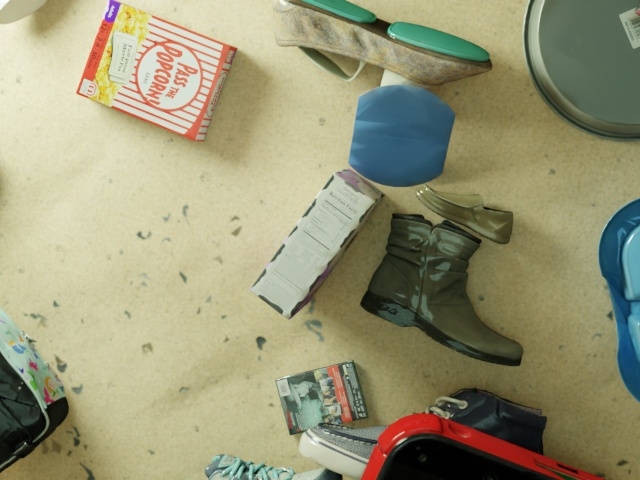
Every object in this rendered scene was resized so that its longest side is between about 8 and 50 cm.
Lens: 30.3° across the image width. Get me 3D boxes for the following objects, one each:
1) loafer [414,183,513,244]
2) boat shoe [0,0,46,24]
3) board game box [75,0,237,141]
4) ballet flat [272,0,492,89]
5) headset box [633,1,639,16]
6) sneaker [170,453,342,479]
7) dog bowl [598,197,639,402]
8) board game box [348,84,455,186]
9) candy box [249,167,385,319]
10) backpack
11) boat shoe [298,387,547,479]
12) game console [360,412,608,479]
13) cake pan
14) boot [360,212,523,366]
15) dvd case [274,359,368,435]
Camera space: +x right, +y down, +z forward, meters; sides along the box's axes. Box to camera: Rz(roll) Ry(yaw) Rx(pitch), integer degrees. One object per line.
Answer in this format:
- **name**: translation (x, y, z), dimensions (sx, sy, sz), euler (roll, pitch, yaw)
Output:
- **loafer**: translation (0.201, -0.045, 1.635), dimensions (0.148, 0.056, 0.050), euler (26, 98, -3)
- **boat shoe**: translation (-0.414, -0.393, 1.709), dimensions (0.184, 0.066, 0.063), euler (-45, 72, 12)
- **board game box**: translation (-0.235, -0.244, 1.696), dimensions (0.193, 0.045, 0.146), euler (21, 98, 7)
- **ballet flat**: translation (0.078, -0.259, 1.626), dimensions (0.316, 0.107, 0.106), euler (23, 118, 13)
- **headset box**: translation (0.555, -0.325, 1.476), dimensions (0.293, 0.110, 0.218), euler (30, 85, -5)
- **sneaker**: translation (-0.109, 0.361, 1.692), dimensions (0.283, 0.110, 0.122), euler (-21, 87, 11)
- **dog bowl**: translation (0.468, 0.083, 1.587), dimensions (0.166, 0.074, 0.297), euler (-11, 93, 11)
- **board game box**: translation (0.112, -0.150, 1.631), dimensions (0.133, 0.033, 0.168), euler (8, 130, 0)
- **candy box**: translation (0.000, 0.000, 1.614), dimensions (0.070, 0.165, 0.196), euler (36, 99, 4)
- **backpack**: translation (-0.509, 0.210, 1.705), dimensions (0.225, 0.191, 0.253), euler (-37, 95, 8)
- **boat shoe**: translation (0.150, 0.267, 1.640), dimensions (0.340, 0.127, 0.158), euler (15, 93, -1)
- **game console**: translation (0.211, 0.435, 1.576), dimensions (0.386, 0.060, 0.342), euler (22, 102, -6)
- **cake pan**: translation (0.418, -0.279, 1.578), dimensions (0.293, 0.054, 0.293), euler (1, 94, 9)
- **boot**: translation (0.188, 0.064, 1.634), dimensions (0.246, 0.083, 0.161), euler (24, 92, 6)
- **dvd case**: translation (0.001, 0.228, 1.709), dimensions (0.119, 0.013, 0.087), euler (-15, 92, 9)
